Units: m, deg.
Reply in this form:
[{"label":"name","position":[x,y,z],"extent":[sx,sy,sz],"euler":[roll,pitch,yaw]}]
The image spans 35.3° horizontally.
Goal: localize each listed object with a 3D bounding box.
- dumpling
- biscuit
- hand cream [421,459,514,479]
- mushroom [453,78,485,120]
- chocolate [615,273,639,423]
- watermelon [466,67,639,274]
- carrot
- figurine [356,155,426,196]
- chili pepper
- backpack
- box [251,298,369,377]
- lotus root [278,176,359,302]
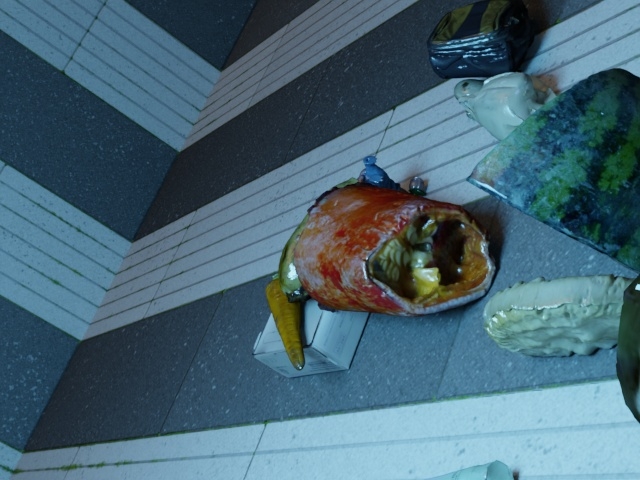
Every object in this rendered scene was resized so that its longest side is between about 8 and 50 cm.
[{"label":"dumpling","position":[0.336,-0.242,1.758],"extent":[0.199,0.118,0.136],"euler":[27,66,40]},{"label":"biscuit","position":[0.304,0.098,1.290],"extent":[0.281,0.179,0.084],"euler":[-29,55,60]},{"label":"hand cream","position":[0.174,0.340,1.353],"extent":[0.205,0.050,0.078],"euler":[-35,30,48]},{"label":"mushroom","position":[0.295,-0.270,1.934],"extent":[0.085,0.085,0.079],"euler":[-131,48,-67]},{"label":"chocolate","position":[0.450,0.123,0.799],"extent":[0.326,0.314,0.297],"euler":[-49,32,7]},{"label":"watermelon","position":[0.344,-0.104,1.377],"extent":[0.293,0.250,0.283],"euler":[-8,46,57]},{"label":"carrot","position":[-0.054,0.150,1.810],"extent":[0.061,0.061,0.256],"euler":[-46,35,22]},{"label":"figurine","position":[0.128,-0.083,1.929],"extent":[0.145,0.178,0.114],"euler":[-2,57,10]},{"label":"chili pepper","position":[0.114,0.012,1.677],"extent":[0.305,0.252,0.229],"euler":[1,97,63]},{"label":"backpack","position":[0.314,-0.395,1.942],"extent":[0.206,0.133,0.258],"euler":[-2,36,24]},{"label":"box","position":[0.000,0.126,1.912],"extent":[0.203,0.106,0.251],"euler":[-20,42,53]},{"label":"lotus root","position":[0.000,0.000,1.836],"extent":[0.097,0.110,0.258],"euler":[24,71,28]}]
